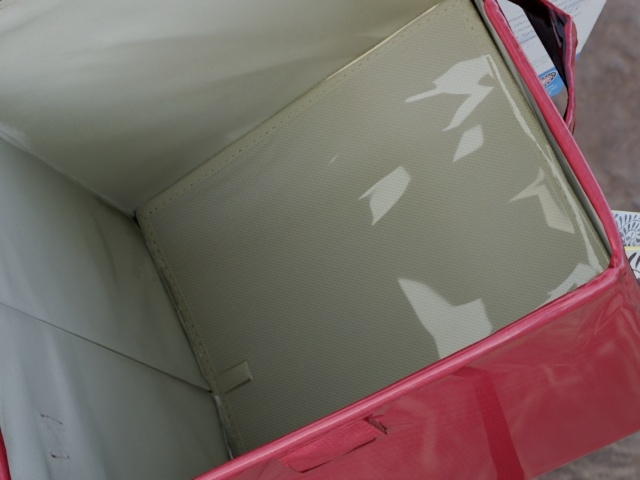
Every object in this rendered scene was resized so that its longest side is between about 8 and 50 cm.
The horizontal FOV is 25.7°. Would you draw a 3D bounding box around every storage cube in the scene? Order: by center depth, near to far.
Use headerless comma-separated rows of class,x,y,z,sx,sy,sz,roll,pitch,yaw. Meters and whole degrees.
storage cube,0.000,0.000,0.488,0.215,0.193,0.183,-27,66,10

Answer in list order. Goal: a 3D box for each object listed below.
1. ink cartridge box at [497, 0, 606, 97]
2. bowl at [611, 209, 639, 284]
ink cartridge box,0.104,-0.156,0.817,0.134,0.231,0.078,-27,67,-25
bowl,0.181,0.028,0.973,0.170,0.080,0.170,1,9,0
